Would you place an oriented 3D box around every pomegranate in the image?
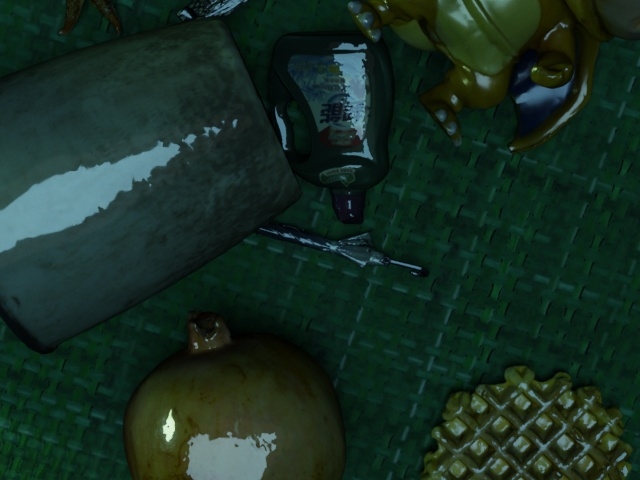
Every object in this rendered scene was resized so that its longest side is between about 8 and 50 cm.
[{"bbox_3d":[-0.100,0.208,1.432,0.252,0.229,0.270,-7,96,0],"label":"pomegranate"}]

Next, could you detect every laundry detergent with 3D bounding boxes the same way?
[{"bbox_3d":[0.013,-0.125,1.441,0.144,0.078,0.221,3,106,15],"label":"laundry detergent"}]

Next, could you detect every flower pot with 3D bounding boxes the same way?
[{"bbox_3d":[-0.206,-0.073,1.344,0.330,0.293,0.293,-23,101,2],"label":"flower pot"}]

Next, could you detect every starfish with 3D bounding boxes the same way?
[{"bbox_3d":[-0.273,-0.290,1.422,0.130,0.041,0.133,24,100,-4],"label":"starfish"}]

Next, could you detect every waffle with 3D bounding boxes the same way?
[{"bbox_3d":[0.251,0.275,1.534,0.253,0.056,0.249,10,102,-3],"label":"waffle"}]

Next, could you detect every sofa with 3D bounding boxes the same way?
[{"bbox_3d":[-0.103,-0.274,1.416,0.118,0.060,0.039,-36,103,6],"label":"sofa"}]

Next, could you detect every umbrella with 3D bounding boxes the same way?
[{"bbox_3d":[0.001,-0.002,1.484,0.269,0.044,0.044,16,71,-4],"label":"umbrella"}]

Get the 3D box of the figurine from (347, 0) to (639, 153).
[{"bbox_3d":[0.211,-0.316,1.308,0.387,0.268,0.401,-37,95,9],"label":"figurine"}]
